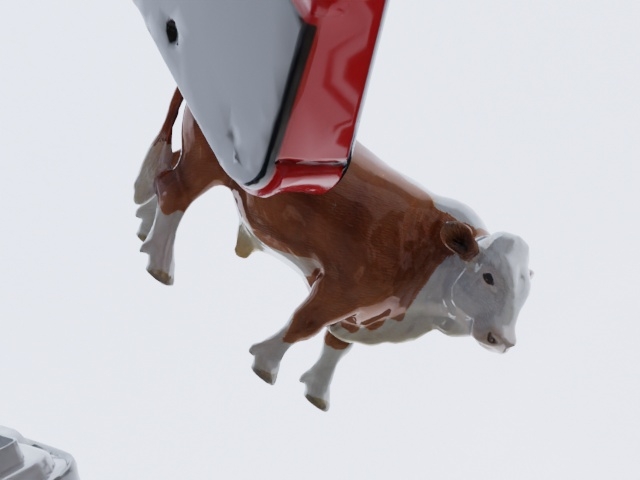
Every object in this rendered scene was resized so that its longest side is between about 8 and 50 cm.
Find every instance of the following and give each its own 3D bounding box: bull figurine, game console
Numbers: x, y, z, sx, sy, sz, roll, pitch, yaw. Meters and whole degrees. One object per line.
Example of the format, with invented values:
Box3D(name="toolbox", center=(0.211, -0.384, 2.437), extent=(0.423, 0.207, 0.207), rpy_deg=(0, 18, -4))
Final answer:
Box3D(name="bull figurine", center=(0.000, 0.000, 1.037), extent=(0.310, 0.101, 0.188), rpy_deg=(43, -82, 19))
Box3D(name="game console", center=(-0.058, -0.250, 0.846), extent=(0.060, 0.342, 0.387), rpy_deg=(-12, -126, -26))

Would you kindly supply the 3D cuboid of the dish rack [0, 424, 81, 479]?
Box3D(name="dish rack", center=(-0.328, 0.196, 0.952), extent=(0.332, 0.285, 0.072), rpy_deg=(-25, -75, -33))
